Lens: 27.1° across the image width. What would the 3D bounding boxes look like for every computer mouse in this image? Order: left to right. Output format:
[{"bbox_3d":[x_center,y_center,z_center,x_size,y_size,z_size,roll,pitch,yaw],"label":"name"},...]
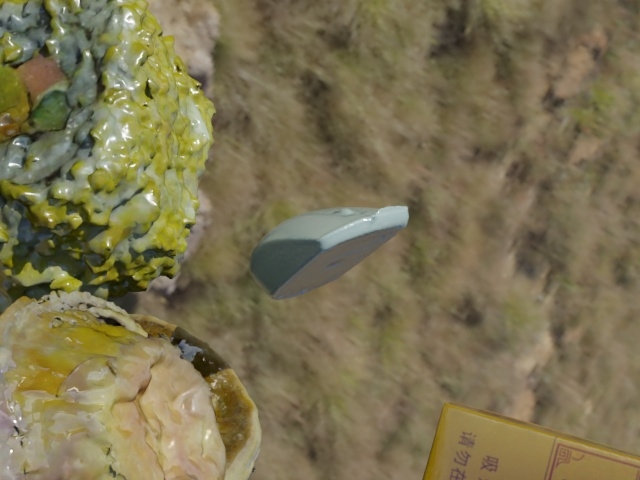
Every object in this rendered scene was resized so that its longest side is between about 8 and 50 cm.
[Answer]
[{"bbox_3d":[0.000,0.000,1.467,0.128,0.079,0.231,-20,172,-34],"label":"computer mouse"}]

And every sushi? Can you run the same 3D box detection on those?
[{"bbox_3d":[-0.335,-0.087,1.503,0.240,0.396,0.351,60,27,-54],"label":"sushi"}]

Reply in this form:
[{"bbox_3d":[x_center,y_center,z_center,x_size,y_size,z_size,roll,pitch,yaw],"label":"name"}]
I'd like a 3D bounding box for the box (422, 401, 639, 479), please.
[{"bbox_3d":[0.322,0.377,1.638,0.116,0.415,0.264,26,81,-76],"label":"box"}]

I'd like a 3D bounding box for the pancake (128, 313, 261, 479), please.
[{"bbox_3d":[-0.250,0.215,1.532,0.356,0.356,0.065,-35,144,-35],"label":"pancake"}]

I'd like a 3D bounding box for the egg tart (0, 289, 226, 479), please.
[{"bbox_3d":[-0.193,0.202,1.268,0.150,0.352,0.352,-20,160,22],"label":"egg tart"}]
